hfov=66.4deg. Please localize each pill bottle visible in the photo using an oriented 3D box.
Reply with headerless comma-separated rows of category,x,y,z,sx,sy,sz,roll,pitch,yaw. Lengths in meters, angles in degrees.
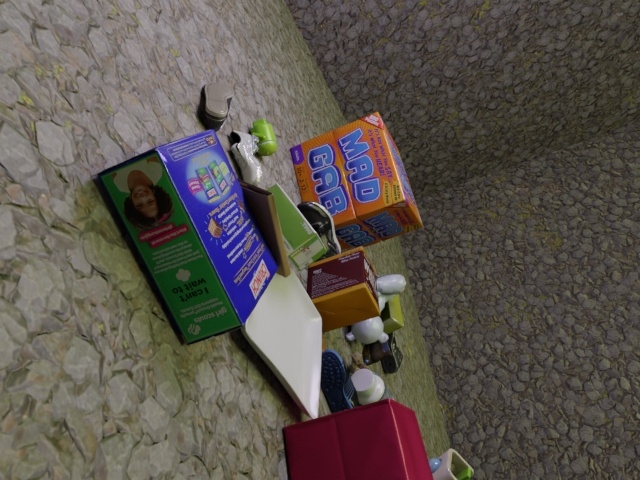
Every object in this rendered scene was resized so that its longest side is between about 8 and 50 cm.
pill bottle,0.167,0.499,1.590,0.108,0.108,0.180,-91,156,-49

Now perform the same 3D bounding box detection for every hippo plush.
hippo plush,0.198,0.249,1.753,0.294,0.234,0.236,83,2,-79

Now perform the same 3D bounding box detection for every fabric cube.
fabric cube,0.096,0.519,1.061,0.254,0.259,0.258,44,28,-56

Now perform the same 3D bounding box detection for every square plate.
square plate,-0.088,0.204,1.187,0.347,0.049,0.344,-87,153,-54

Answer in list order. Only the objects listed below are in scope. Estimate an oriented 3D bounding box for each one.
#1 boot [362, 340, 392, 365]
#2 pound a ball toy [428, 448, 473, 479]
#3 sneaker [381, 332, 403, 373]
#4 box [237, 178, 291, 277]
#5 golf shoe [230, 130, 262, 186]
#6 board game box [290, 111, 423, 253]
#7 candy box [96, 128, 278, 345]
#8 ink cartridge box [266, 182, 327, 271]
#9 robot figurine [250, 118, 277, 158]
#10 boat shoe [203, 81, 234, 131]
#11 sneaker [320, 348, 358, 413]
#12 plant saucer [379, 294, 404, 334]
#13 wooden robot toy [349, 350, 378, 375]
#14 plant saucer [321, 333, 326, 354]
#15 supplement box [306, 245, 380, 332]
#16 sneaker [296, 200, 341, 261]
boot,0.232,0.410,1.915,0.219,0.106,0.082,-64,133,-68
pound a ball toy,0.315,0.763,1.516,0.136,0.319,0.208,45,22,5
sneaker,0.300,0.462,2.129,0.130,0.087,0.227,34,42,-68
box,-0.138,-0.030,1.051,0.021,0.164,0.201,-33,129,-33
golf shoe,-0.205,-0.214,1.291,0.086,0.069,0.176,20,47,-45
board game box,0.144,-0.198,1.873,0.356,0.356,0.356,33,41,-65
candy box,-0.215,-0.020,0.890,0.268,0.122,0.317,-67,134,-70
ink cartridge box,-0.095,-0.055,1.198,0.189,0.097,0.255,53,-3,25
robot figurine,-0.170,-0.306,1.472,0.101,0.067,0.115,46,27,-81
boat shoe,-0.266,-0.345,1.249,0.206,0.075,0.065,-98,-156,-51
sneaker,0.052,0.406,1.380,0.090,0.081,0.232,-50,127,-75
plant saucer,0.223,0.289,1.905,0.045,0.188,0.188,42,29,-31
wooden robot toy,0.127,0.432,1.659,0.079,0.076,0.173,35,-17,49
plant saucer,-0.001,0.295,1.433,0.083,0.015,0.083,-20,90,-74
supplement box,0.070,0.150,1.519,0.194,0.191,0.129,-89,154,-53
sneaker,0.000,0.000,1.617,0.124,0.107,0.283,-83,153,-46
